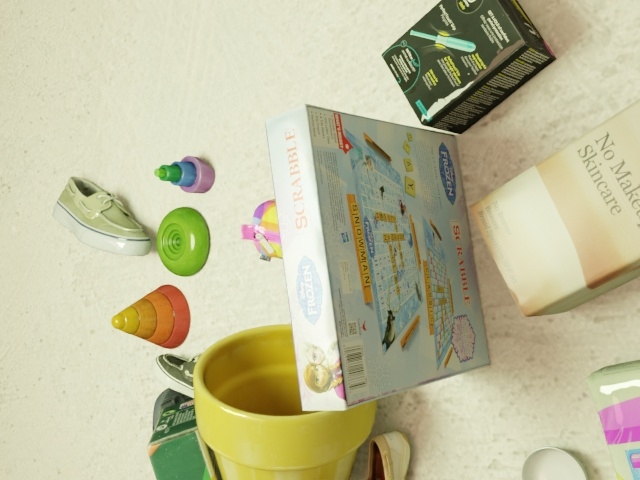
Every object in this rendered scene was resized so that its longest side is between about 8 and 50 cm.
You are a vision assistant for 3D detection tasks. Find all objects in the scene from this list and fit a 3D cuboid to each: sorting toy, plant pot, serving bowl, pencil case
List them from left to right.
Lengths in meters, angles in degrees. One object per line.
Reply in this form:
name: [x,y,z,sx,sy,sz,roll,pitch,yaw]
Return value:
sorting toy: [-0.288,0.026,1.313,0.127,0.126,0.365,25,107,36]
plant pot: [-0.049,0.280,1.061,0.254,0.254,0.238,19,118,37]
pencil case: [0.000,0.000,1.098,0.236,0.104,0.104,11,97,38]
serving bowl: [0.289,0.291,0.910,0.083,0.027,0.083,1,91,38]

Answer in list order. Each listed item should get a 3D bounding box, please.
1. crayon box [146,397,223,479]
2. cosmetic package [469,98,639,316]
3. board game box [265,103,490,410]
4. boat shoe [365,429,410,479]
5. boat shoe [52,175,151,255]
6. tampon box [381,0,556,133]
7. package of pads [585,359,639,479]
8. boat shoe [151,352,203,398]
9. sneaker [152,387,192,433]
crayon box: [-0.168,0.417,1.134,0.081,0.202,0.318,-18,93,-5]
cosmetic package: [0.334,-0.046,0.807,0.296,0.129,0.153,-36,67,33]
board game box: [0.081,0.017,0.892,0.066,0.318,0.318,-12,82,39]
boat shoe: [0.084,0.352,1.048,0.063,0.059,0.169,2,87,60]
boat shoe: [-0.427,-0.049,1.438,0.302,0.109,0.094,23,103,39]
tampon box: [0.186,-0.232,0.943,0.161,0.101,0.120,-37,68,32]
package of pads: [0.431,0.253,0.750,0.229,0.101,0.296,-22,77,38]
boat shoe: [-0.197,0.231,1.277,0.219,0.078,0.070,20,104,29]
sneaker: [-0.253,0.416,1.296,0.131,0.112,0.318,-20,77,43]
